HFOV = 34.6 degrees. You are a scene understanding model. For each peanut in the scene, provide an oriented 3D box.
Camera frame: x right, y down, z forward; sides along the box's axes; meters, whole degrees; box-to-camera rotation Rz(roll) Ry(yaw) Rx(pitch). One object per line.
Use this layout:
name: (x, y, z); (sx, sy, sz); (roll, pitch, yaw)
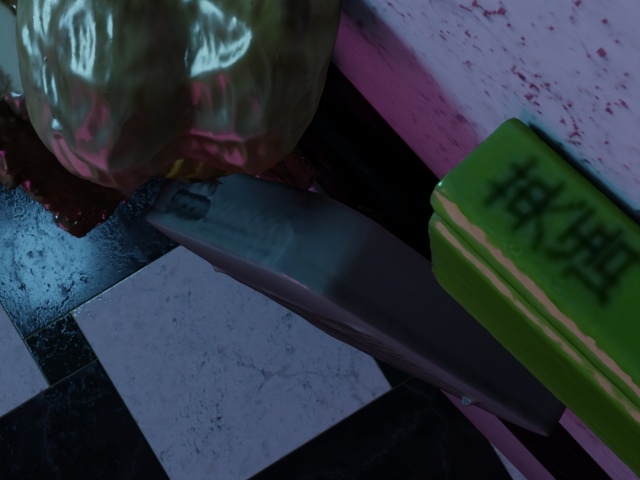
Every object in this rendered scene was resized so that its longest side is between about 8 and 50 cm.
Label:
peanut: (-0.099, -0.136, 0.710); (0.110, 0.233, 0.197); (6, -98, -83)

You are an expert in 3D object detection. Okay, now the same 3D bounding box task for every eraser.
eraser: (0.191, 0.068, 0.649); (0.274, 0.092, 0.210); (46, 175, 17)

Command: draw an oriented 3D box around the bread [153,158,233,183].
bread: (-0.112, -0.135, 0.896); (0.240, 0.139, 0.240); (10, -168, -2)

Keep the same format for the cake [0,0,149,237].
cake: (-0.282, -0.211, 1.146); (0.282, 0.290, 0.256); (44, 174, 26)

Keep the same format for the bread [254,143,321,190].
bread: (-0.077, -0.128, 1.357); (0.152, 0.077, 0.105); (43, 176, 15)

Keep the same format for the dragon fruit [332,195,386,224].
dragon fruit: (0.037, -0.016, 1.316); (0.086, 0.081, 0.116); (46, 152, -8)

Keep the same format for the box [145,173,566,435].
box: (0.040, 0.056, 1.124); (0.396, 0.111, 0.396); (34, 173, -32)
